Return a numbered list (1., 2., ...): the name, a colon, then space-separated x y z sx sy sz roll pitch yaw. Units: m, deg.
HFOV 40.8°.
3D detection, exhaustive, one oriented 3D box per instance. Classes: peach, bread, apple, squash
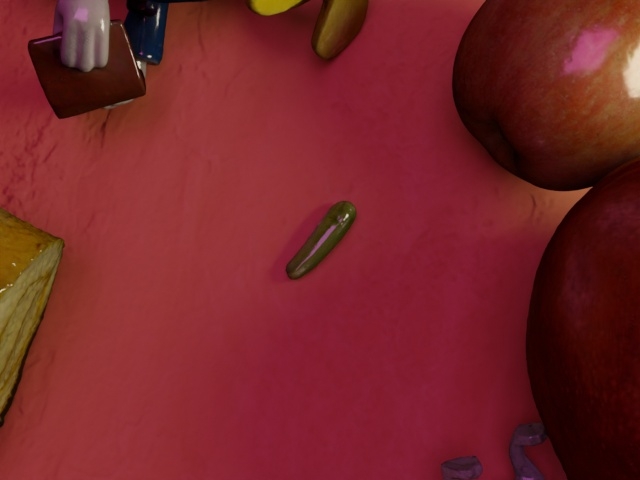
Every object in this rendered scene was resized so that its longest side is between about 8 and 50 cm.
1. peach: 0.296 0.092 0.607 0.308 0.308 0.332 18 77 7
2. bread: -0.317 0.087 0.697 0.124 0.186 0.257 22 88 3
3. apple: 0.207 -0.136 0.711 0.174 0.188 0.188 -43 79 -1
4. squash: 0.001 0.001 0.776 0.027 0.027 0.089 37 84 10

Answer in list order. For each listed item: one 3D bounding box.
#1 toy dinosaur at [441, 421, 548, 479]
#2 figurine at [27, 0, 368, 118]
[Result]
1. toy dinosaur: 0.116 0.201 0.699 0.383 0.076 0.129 13 101 11
2. figurine: -0.170 -0.239 0.791 0.338 0.204 0.283 37 90 22
